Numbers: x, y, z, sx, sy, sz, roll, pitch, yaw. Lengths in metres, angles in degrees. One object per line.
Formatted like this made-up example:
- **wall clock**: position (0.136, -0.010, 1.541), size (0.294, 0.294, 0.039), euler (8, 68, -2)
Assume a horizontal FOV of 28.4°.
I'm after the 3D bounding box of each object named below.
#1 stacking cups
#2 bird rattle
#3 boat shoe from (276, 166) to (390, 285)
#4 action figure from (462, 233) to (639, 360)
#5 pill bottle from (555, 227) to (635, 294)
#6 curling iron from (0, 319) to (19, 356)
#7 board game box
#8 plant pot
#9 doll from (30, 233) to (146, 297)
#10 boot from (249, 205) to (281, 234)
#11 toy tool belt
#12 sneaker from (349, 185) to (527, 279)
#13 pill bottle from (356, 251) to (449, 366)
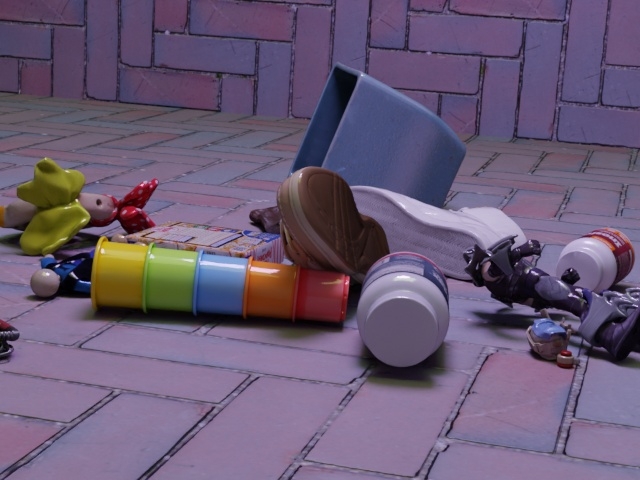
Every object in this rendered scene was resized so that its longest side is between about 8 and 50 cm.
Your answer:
- **stacking cups**: position (-0.123, 0.053, 1.575), size (0.316, 0.096, 0.096), euler (5, 12, 2)
- **bird rattle**: position (-0.379, -0.053, 1.944), size (0.207, 0.143, 0.254), euler (-8, 1, 33)
- **boat shoe**: position (0.000, 0.000, 1.662), size (0.110, 0.121, 0.341), euler (-9, -20, 17)
- **action figure**: position (0.297, 0.062, 1.607), size (0.285, 0.099, 0.185), euler (24, 4, 37)
- **pill bottle**: position (0.395, 0.033, 1.825), size (0.086, 0.086, 0.152), euler (10, 14, 27)
- **curling iron**: position (-0.420, 0.087, 1.469), size (0.068, 0.035, 0.274), euler (-4, 14, -32)
- **board game box**: position (-0.170, 0.013, 1.860), size (0.194, 0.045, 0.147), euler (8, 13, 21)
- **plant pot**: position (0.114, -0.157, 2.293), size (0.252, 0.247, 0.248), euler (20, 8, -14)
- **doll**: position (-0.319, 0.039, 1.695), size (0.129, 0.046, 0.189), euler (20, 24, 25)
- **boot**: position (-0.058, -0.038, 2.148), size (0.106, 0.037, 0.114), euler (-15, 14, -18)
- **toy tool belt**: position (0.277, 0.114, 1.496), size (0.052, 0.051, 0.083), euler (0, 13, -16)
- **sneaker**: position (0.179, -0.015, 1.976), size (0.293, 0.108, 0.169), euler (24, 20, 34)
- **pill bottle**: position (0.096, 0.083, 1.462), size (0.108, 0.107, 0.180), euler (4, 13, 4)
